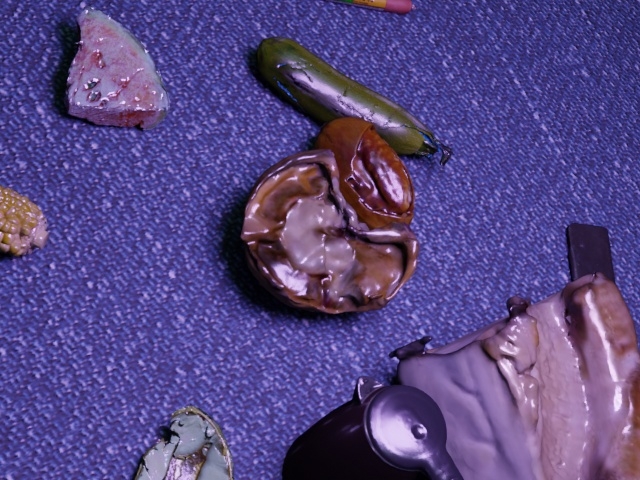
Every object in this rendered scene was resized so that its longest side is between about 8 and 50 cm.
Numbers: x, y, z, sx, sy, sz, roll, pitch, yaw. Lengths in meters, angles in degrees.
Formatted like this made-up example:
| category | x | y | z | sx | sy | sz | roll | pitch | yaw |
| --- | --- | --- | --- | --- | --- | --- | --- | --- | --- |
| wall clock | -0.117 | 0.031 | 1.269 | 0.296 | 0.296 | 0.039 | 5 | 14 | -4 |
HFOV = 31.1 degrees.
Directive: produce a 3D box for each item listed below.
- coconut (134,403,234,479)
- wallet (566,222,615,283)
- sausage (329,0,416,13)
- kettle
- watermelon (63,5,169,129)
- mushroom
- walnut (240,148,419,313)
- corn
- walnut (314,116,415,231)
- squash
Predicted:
| category | x | y | z | sx | sy | sz | roll | pitch | yaw |
| --- | --- | --- | --- | --- | --- | --- | --- | --- | --- |
| coconut | -0.162 | 0.289 | 1.373 | 0.133 | 0.055 | 0.158 | 42 | 57 | 1 |
| wallet | 0.421 | 0.044 | 1.781 | 0.082 | 0.018 | 0.156 | 8 | 61 | -20 |
| sausage | 0.052 | -0.392 | 1.850 | 0.223 | 0.029 | 0.029 | 6 | 61 | -20 |
| kettle | 0.070 | 0.275 | 1.374 | 0.144 | 0.232 | 0.202 | -26 | 76 | -31 |
| watermelon | -0.302 | -0.219 | 1.585 | 0.139 | 0.071 | 0.187 | -37 | 90 | -27 |
| mushroom | 0.323 | 0.267 | 1.529 | 0.314 | 0.224 | 0.397 | -14 | 77 | -44 |
| walnut | -0.005 | 0.010 | 1.546 | 0.238 | 0.141 | 0.204 | 45 | 68 | 3 |
| corn | -0.471 | -0.057 | 1.410 | 0.288 | 0.086 | 0.086 | 23 | 57 | -9 |
| walnut | 0.066 | -0.086 | 1.642 | 0.116 | 0.116 | 0.207 | -25 | 78 | -32 |
| squash | 0.047 | -0.197 | 1.710 | 0.331 | 0.087 | 0.087 | 29 | 56 | -5 |
